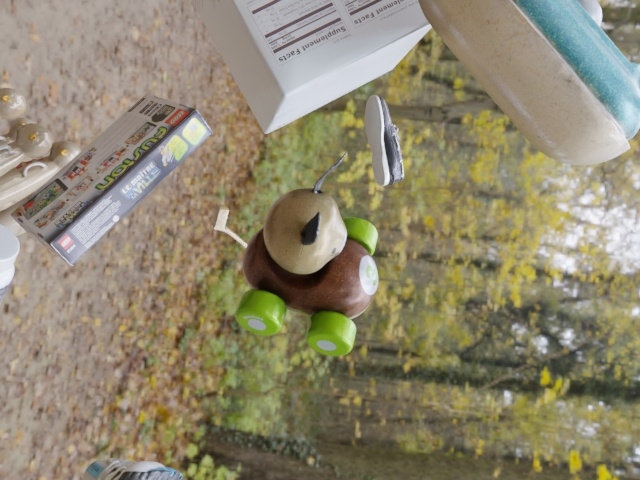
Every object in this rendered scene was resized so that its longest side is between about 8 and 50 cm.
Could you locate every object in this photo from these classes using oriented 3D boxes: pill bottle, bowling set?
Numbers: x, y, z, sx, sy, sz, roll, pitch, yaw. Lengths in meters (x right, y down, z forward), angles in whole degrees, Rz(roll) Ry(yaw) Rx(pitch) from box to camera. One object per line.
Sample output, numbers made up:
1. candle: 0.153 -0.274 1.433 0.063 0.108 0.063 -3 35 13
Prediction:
1. pill bottle: -0.402 0.047 0.863 0.137 0.078 0.078 -53 -168 29
2. bowling set: -0.414 -0.136 0.967 0.200 0.154 0.287 57 -16 2

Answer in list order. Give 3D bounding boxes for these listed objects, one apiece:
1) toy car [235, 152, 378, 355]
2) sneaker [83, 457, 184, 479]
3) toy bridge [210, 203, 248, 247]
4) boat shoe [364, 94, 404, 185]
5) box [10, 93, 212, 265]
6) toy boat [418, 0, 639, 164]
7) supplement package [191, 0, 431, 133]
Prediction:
1. toy car: 0.000 0.000 0.760 0.188 0.149 0.155 108 -2 -56
2. sneaker: -0.154 0.200 0.580 0.071 0.083 0.190 -48 168 -28
3. toy bridge: -0.075 -0.010 1.119 0.026 0.188 0.063 40 -63 56
4. boat shoe: 0.091 -0.139 1.033 0.046 0.038 0.125 -179 -102 -67
5. box: -0.225 -0.072 0.807 0.207 0.114 0.036 -47 132 -17
6. toy boat: 0.221 -0.206 0.745 0.148 0.267 0.318 -41 178 19
7. supplement package: -0.033 -0.298 0.866 0.262 0.198 0.199 61 -11 -2
